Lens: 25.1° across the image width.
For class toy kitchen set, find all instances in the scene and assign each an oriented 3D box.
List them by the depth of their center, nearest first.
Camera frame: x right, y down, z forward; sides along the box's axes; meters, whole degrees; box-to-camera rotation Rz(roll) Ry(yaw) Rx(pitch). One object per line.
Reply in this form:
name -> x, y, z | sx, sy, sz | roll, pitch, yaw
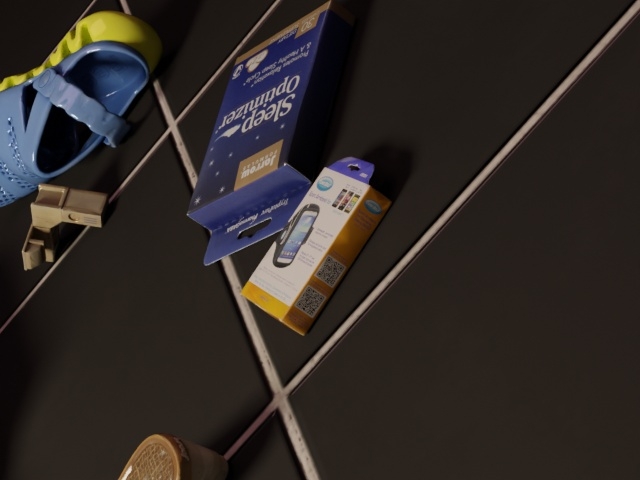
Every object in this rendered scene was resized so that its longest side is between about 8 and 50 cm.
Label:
toy kitchen set -> -0.262, -0.002, 1.480 | 0.083, 0.075, 0.068 | 96, -177, -48

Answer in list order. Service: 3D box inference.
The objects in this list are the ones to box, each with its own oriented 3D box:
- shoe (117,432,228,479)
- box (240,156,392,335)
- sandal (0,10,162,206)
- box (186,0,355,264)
shoe -> -0.149, 0.222, 1.058 | 0.219, 0.058, 0.077 | -45, 61, 25
box -> 0.000, 0.000, 1.088 | 0.136, 0.028, 0.081 | -54, 28, -4
sandal -> -0.305, -0.121, 1.584 | 0.317, 0.126, 0.138 | -36, 38, 33
box -> -0.046, -0.095, 1.249 | 0.136, 0.036, 0.225 | -24, 42, 43
